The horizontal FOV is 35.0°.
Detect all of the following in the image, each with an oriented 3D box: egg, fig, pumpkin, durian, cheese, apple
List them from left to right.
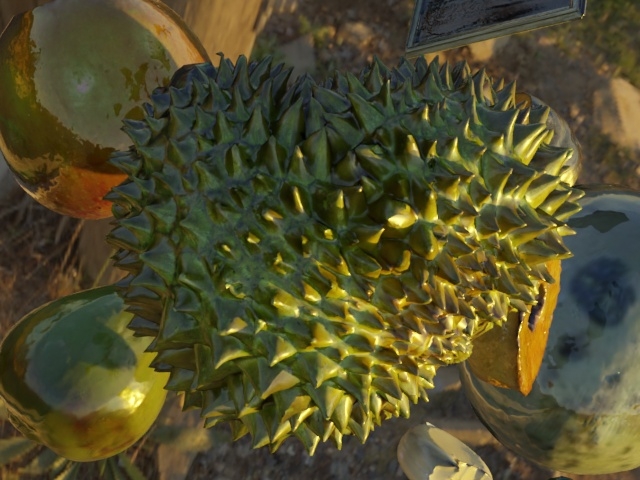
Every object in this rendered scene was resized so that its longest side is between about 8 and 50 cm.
[{"bbox_3d":[-0.277,0.162,1.249,0.230,0.207,0.207,-21,60,-8],"label":"fig"},{"bbox_3d":[-0.338,-0.220,1.582,0.374,0.374,0.384,17,10,-7],"label":"apple"},{"bbox_3d":[-0.001,0.004,0.593,0.291,0.291,0.224,-4,95,-24],"label":"durian"},{"bbox_3d":[0.179,0.334,1.617,0.163,0.071,0.249,29,8,-23],"label":"cheese"},{"bbox_3d":[0.294,-0.137,1.623,0.139,0.190,0.280,33,7,-20],"label":"pumpkin"},{"bbox_3d":[0.335,0.107,1.250,0.345,0.345,0.428,40,28,13],"label":"egg"}]

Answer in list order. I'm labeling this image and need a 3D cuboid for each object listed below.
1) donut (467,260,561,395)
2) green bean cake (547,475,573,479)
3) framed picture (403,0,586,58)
[{"bbox_3d":[0.163,0.053,0.859,0.058,0.152,0.152,7,44,21],"label":"donut"},{"bbox_3d":[0.220,0.359,1.042,0.107,0.193,0.208,30,52,-28],"label":"green bean cake"},{"bbox_3d":[0.226,-0.337,1.302,0.014,0.252,0.197,41,53,-43],"label":"framed picture"}]
